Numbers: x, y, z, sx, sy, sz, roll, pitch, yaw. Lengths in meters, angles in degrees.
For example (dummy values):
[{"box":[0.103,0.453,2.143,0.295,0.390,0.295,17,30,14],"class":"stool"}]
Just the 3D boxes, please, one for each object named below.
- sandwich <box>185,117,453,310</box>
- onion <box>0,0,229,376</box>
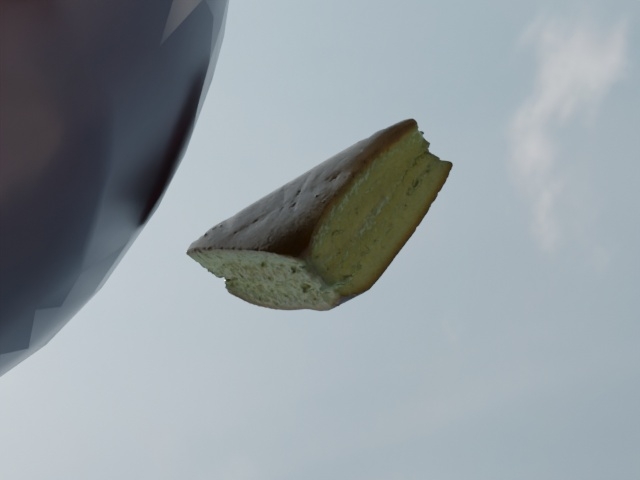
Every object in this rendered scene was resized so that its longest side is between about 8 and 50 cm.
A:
[{"box":[0.000,0.000,0.594,0.083,0.031,0.044,-32,-152,18],"class":"sandwich"},{"box":[-0.150,-0.082,0.475,0.282,0.337,0.260,-27,-114,-41],"class":"onion"}]
